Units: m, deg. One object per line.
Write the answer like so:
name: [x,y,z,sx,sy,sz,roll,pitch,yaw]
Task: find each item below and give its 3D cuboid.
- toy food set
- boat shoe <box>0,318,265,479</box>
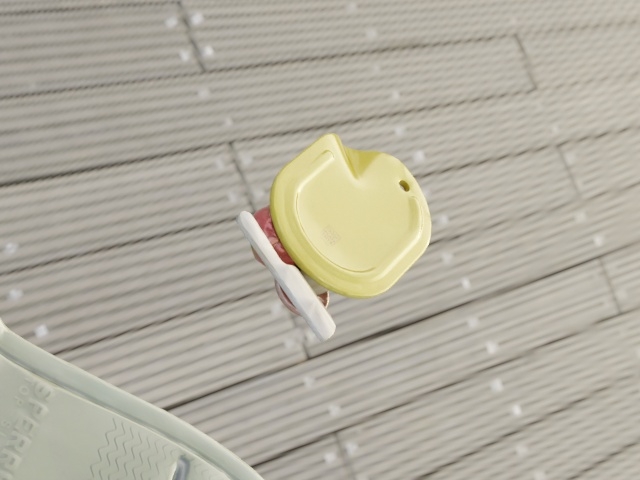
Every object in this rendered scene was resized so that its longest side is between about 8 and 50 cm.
toy food set: [0.000,0.000,1.221,0.128,0.071,0.218,49,40,0]
boat shoe: [-0.103,0.104,0.505,0.302,0.103,0.113,44,45,-10]
